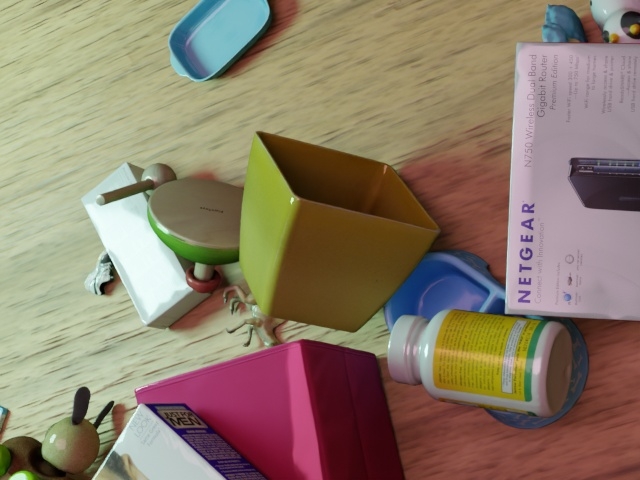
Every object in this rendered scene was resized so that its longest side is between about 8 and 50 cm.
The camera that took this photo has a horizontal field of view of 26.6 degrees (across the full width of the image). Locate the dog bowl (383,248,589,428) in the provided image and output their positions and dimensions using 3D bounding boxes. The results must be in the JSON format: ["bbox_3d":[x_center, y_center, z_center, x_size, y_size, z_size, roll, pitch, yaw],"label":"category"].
[{"bbox_3d":[0.207,0.122,1.769,0.297,0.074,0.166,36,96,27],"label":"dog bowl"}]

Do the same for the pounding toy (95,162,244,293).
[{"bbox_3d":[-0.189,-0.007,1.955,0.237,0.183,0.110,24,122,16],"label":"pounding toy"}]

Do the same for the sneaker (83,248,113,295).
[{"bbox_3d":[-0.327,0.046,2.074,0.037,0.032,0.083,32,100,14],"label":"sneaker"}]

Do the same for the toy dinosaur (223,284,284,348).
[{"bbox_3d":[-0.089,0.087,1.944,0.092,0.053,0.183,-3,83,9],"label":"toy dinosaur"}]

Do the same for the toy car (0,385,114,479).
[{"bbox_3d":[-0.384,0.298,1.988,0.149,0.155,0.188,33,86,27],"label":"toy car"}]

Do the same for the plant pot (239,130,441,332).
[{"bbox_3d":[0.000,0.000,1.799,0.187,0.212,0.212,-67,26,20],"label":"plant pot"}]

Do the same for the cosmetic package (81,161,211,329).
[{"bbox_3d":[-0.262,0.008,2.028,0.099,0.060,0.239,-37,66,17],"label":"cosmetic package"}]

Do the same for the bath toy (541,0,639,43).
[{"bbox_3d":[0.453,-0.313,1.705,0.348,0.129,0.151,-26,70,19],"label":"bath toy"}]

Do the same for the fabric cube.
[{"bbox_3d":[-0.053,0.292,1.761,0.254,0.259,0.258,-19,74,21],"label":"fabric cube"}]

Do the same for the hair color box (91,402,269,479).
[{"bbox_3d":[-0.120,0.363,1.580,0.339,0.110,0.185,38,100,27],"label":"hair color box"}]

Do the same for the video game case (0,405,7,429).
[{"bbox_3d":[-0.569,0.325,2.142,0.119,0.015,0.166,19,89,28],"label":"video game case"}]

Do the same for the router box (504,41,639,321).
[{"bbox_3d":[0.382,-0.068,1.643,0.301,0.082,0.335,2,91,10],"label":"router box"}]

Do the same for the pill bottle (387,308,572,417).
[{"bbox_3d":[0.194,0.146,1.663,0.208,0.117,0.118,5,82,27],"label":"pill bottle"}]

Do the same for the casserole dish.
[{"bbox_3d":[-0.148,-0.319,2.051,0.188,0.037,0.114,-42,65,12],"label":"casserole dish"}]
